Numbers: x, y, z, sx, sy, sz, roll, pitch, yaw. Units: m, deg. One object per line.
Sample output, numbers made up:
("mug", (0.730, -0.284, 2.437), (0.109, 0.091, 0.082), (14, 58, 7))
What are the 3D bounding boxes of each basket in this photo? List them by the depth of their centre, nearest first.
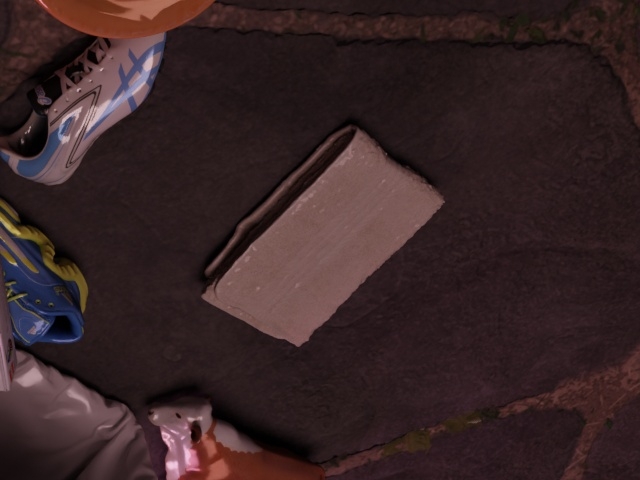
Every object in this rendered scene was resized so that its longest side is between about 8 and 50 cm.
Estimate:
("basket", (-0.370, 0.330, 1.595), (0.266, 0.328, 0.331), (-38, 134, 15))

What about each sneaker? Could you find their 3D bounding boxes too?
("sneaker", (-0.237, -0.152, 1.399), (0.086, 0.085, 0.237), (25, 114, -44))
("sneaker", (-0.332, 0.035, 1.488), (0.091, 0.126, 0.240), (-43, 134, 14))

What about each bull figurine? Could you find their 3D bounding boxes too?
("bull figurine", (-0.131, 0.315, 1.849), (0.188, 0.101, 0.310), (-43, 131, 20))

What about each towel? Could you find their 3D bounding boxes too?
("towel", (0.000, 0.000, 1.671), (0.282, 0.049, 0.187), (-44, 134, 14))

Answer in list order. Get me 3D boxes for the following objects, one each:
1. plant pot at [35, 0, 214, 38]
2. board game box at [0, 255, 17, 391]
("plant pot", (-0.183, -0.312, 1.202), (0.291, 0.203, 0.291), (-13, 132, -14))
("board game box", (-0.475, 0.065, 1.423), (0.305, 0.053, 0.193), (4, 131, 1))
